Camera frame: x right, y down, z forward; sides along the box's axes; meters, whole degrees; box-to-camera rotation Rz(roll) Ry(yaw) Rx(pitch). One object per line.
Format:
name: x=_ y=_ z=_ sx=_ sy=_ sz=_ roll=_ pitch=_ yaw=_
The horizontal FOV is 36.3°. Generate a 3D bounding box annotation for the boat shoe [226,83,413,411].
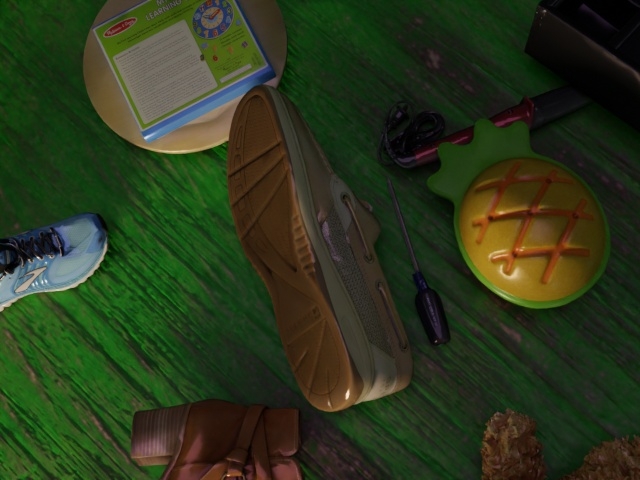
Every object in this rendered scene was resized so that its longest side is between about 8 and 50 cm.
boat shoe: x=0.000 y=0.000 z=0.881 sx=0.098 sy=0.109 sz=0.302 roll=-8 pitch=71 yaw=-37

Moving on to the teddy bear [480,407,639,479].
teddy bear: x=0.217 y=0.241 z=0.773 sx=0.338 sy=0.113 sz=0.245 roll=-5 pitch=63 yaw=4

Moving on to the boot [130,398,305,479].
boot: x=-0.086 y=0.235 z=0.840 sx=0.152 sy=0.073 sz=0.197 roll=-2 pitch=79 yaw=1

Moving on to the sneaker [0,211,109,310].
sneaker: x=-0.273 y=0.021 z=0.907 sx=0.162 sy=0.073 sz=0.063 roll=-27 pitch=75 yaw=-1

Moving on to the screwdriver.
screwdriver: x=0.084 y=0.018 z=0.904 sx=0.025 sy=0.024 sz=0.170 roll=-32 pitch=66 yaw=27

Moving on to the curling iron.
curling iron: x=0.183 y=-0.127 z=0.919 sx=0.274 sy=0.035 sz=0.068 roll=-16 pitch=75 yaw=2

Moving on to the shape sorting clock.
shape sorting clock: x=-0.133 y=-0.183 z=0.961 sx=0.206 sy=0.040 sz=0.206 roll=-1 pitch=80 yaw=7

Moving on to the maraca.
maraca: x=0.175 y=-0.026 z=0.863 sx=0.127 sy=0.099 sz=0.186 roll=-32 pitch=70 yaw=-3

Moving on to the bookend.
bookend: x=0.299 y=-0.196 z=0.887 sx=0.157 sy=0.072 sz=0.156 roll=41 pitch=72 yaw=17
